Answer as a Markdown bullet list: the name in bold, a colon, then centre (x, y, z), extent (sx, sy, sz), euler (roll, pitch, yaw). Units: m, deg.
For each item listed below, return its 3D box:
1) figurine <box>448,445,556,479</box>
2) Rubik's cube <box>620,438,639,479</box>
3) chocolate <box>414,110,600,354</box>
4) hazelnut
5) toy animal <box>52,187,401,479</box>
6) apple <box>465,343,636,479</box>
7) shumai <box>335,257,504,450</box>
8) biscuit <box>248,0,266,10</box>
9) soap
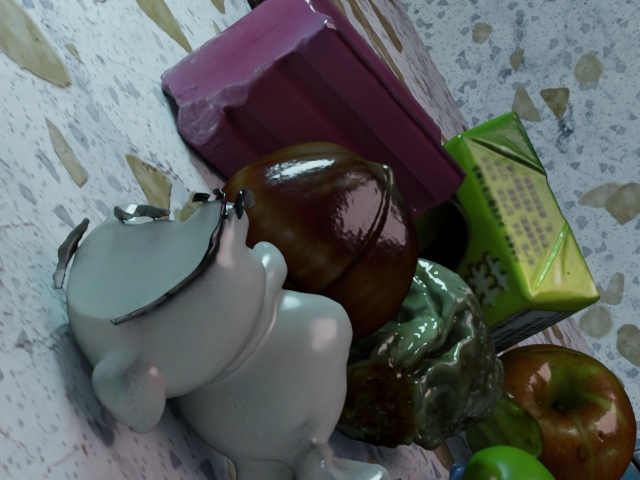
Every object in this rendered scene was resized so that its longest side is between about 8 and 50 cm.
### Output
- **figurine**: centre (0.236, 0.340, 1.866), extent (0.162, 0.143, 0.263), euler (57, 2, 12)
- **Rubik's cube**: centre (0.396, 0.399, 2.274), extent (0.228, 0.229, 0.233), euler (24, 55, 10)
- **chocolate**: centre (0.196, 0.016, 2.047), extent (0.137, 0.301, 0.289), euler (-10, 72, -43)
- **hazelnut**: centre (0.000, 0.000, 1.587), extent (0.229, 0.229, 0.229), euler (53, 15, -20)
- **toy animal**: centre (-0.070, 0.101, 1.228), extent (0.310, 0.183, 0.247), euler (54, 18, -38)
- **apple**: centre (0.317, 0.276, 2.075), extent (0.226, 0.246, 0.246), euler (100, -23, -46)
- **shumai**: centre (0.078, 0.165, 1.710), extent (0.225, 0.222, 0.261), euler (36, -29, 23)
- **biscuit**: centre (-0.105, -0.473, 2.556), extent (0.107, 0.073, 0.388), euler (29, 32, -61)
- **soap**: centre (-0.003, -0.134, 1.840), extent (0.359, 0.233, 0.128), euler (43, 18, -45)
